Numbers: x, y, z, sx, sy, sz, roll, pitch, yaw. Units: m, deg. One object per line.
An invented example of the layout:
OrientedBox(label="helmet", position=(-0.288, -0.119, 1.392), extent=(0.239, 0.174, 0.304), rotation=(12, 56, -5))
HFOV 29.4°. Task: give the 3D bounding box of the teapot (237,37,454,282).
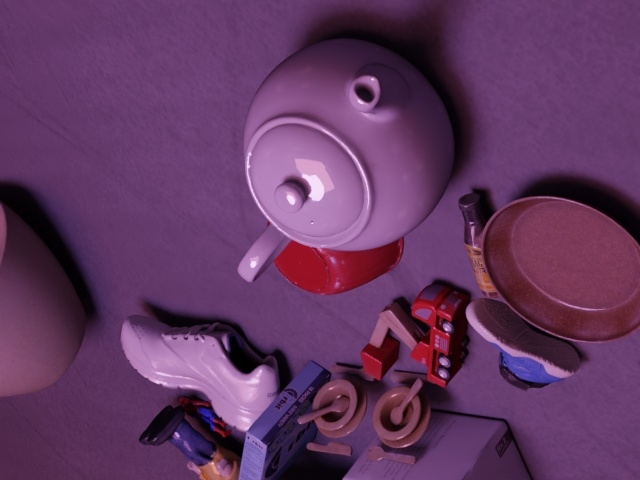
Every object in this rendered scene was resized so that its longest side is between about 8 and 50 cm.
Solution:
OrientedBox(label="teapot", position=(0.007, -0.080, 1.312), extent=(0.253, 0.187, 0.256), rotation=(3, 122, 33))

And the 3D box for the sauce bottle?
OrientedBox(label="sauce bottle", position=(0.185, 0.005, 1.383), extent=(0.042, 0.042, 0.128), rotation=(4, 128, 41))

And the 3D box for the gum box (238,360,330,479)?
OrientedBox(label="gum box", position=(-0.056, 0.286, 1.794), extent=(0.041, 0.157, 0.184), rotation=(33, 143, 16))

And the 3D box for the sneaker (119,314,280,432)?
OrientedBox(label="sneaker", position=(-0.176, 0.173, 1.864), extent=(0.297, 0.111, 0.129), rotation=(23, 124, 20))

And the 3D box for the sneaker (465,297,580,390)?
OrientedBox(label="sneaker", position=(0.221, 0.127, 1.439), extent=(0.152, 0.058, 0.084), rotation=(27, 144, -14))

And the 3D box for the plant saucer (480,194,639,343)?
OrientedBox(label="plant saucer", position=(0.271, 0.025, 1.317), extent=(0.199, 0.036, 0.198), rotation=(22, 137, 22))

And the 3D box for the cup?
OrientedBox(label="cup", position=(-0.527, 0.126, 1.986), extent=(0.331, 0.331, 0.237), rotation=(-3, 150, 45))

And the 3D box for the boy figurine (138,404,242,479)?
OrientedBox(label="boy figurine", position=(-0.173, 0.395, 2.057), extent=(0.285, 0.092, 0.177), rotation=(47, 157, -16))

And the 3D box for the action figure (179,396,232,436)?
OrientedBox(label="action figure", position=(-0.194, 0.289, 2.037), extent=(0.115, 0.030, 0.038), rotation=(23, 134, 33))

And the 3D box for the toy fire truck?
OrientedBox(label="toy fire truck", position=(0.119, 0.120, 1.554), extent=(0.135, 0.047, 0.192), rotation=(25, 140, 25))

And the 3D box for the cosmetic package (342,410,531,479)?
OrientedBox(label="cosmetic package", position=(0.163, 0.335, 1.641), extent=(0.184, 0.151, 0.151), rotation=(3, 129, 43))

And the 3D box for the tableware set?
OrientedBox(label="tableware set", position=(0.061, 0.227, 1.646), extent=(0.194, 0.128, 0.039), rotation=(0, 155, 40))

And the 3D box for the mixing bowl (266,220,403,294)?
OrientedBox(label="mixing bowl", position=(0.000, 0.000, 1.504), extent=(0.181, 0.098, 0.181), rotation=(26, 141, 23))
